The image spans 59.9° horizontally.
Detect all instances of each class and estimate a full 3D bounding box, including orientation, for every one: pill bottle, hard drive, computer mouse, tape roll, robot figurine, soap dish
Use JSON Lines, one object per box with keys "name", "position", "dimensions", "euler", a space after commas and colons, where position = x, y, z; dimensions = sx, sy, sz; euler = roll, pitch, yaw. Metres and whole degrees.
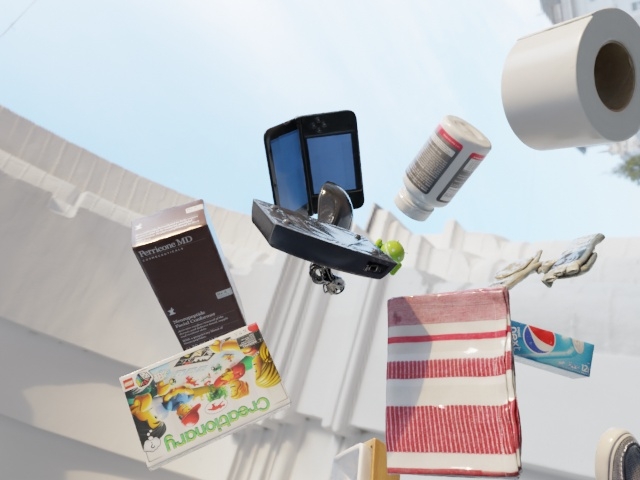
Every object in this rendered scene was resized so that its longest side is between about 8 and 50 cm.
{"name": "pill bottle", "position": [0.367, -0.215, 1.730], "dimensions": [0.176, 0.318, 0.176], "euler": [24, -148, -16]}
{"name": "hard drive", "position": [0.000, 0.000, 1.030], "dimensions": [0.255, 0.172, 0.054], "euler": [18, -77, -27]}
{"name": "computer mouse", "position": [0.040, -0.014, 1.327], "dimensions": [0.188, 0.072, 0.272], "euler": [45, -134, -63]}
{"name": "tape roll", "position": [0.498, -0.303, 1.081], "dimensions": [0.246, 0.169, 0.246], "euler": [-1, -88, -30]}
{"name": "robot figurine", "position": [0.170, 0.042, 1.452], "dimensions": [0.101, 0.115, 0.067], "euler": [51, -151, -15]}
{"name": "soap dish", "position": [0.109, 0.649, 1.417], "dimensions": [0.118, 0.291, 0.228], "euler": [13, -121, -9]}

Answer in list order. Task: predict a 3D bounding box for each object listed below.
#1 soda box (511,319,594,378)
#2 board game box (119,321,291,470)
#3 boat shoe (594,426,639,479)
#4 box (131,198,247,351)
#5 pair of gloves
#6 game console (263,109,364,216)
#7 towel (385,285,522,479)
{"name": "soda box", "position": [0.416, 0.209, 1.092], "dimensions": [0.071, 0.210, 0.067], "euler": [97, -171, -73]}
{"name": "board game box", "position": [-0.237, 0.318, 1.159], "dimensions": [0.305, 0.053, 0.193], "euler": [-21, -113, -16]}
{"name": "boat shoe", "position": [0.635, 0.517, 1.031], "dimensions": [0.127, 0.158, 0.340], "euler": [-27, -78, -25]}
{"name": "box", "position": [-0.333, 0.100, 1.459], "dimensions": [0.191, 0.143, 0.381], "euler": [-19, -55, -6]}
{"name": "pair of gloves", "position": [0.497, 0.062, 1.232], "dimensions": [0.204, 0.240, 0.042], "euler": [-32, -84, -47]}
{"name": "game console", "position": [-0.008, -0.188, 1.519], "dimensions": [0.173, 0.250, 0.293], "euler": [-93, -4, -67]}
{"name": "towel", "position": [0.227, 0.246, 0.996], "dimensions": [0.037, 0.237, 0.329], "euler": [42, -135, -51]}
